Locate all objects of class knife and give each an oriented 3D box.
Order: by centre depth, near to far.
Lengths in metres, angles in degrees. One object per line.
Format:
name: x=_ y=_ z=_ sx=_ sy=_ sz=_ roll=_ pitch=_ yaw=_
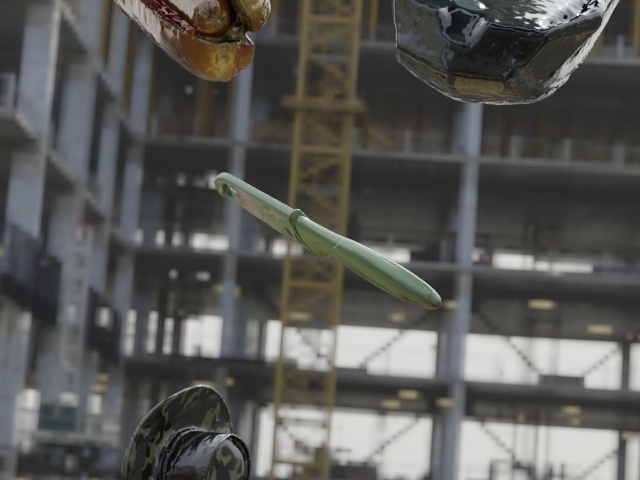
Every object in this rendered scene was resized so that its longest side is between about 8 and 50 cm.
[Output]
knife: x=0.000 y=0.000 z=0.939 sx=0.207 sy=0.014 sz=0.030 roll=30 pitch=-23 yaw=49

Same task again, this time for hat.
hat: x=-0.077 y=0.154 z=1.194 sx=0.050 sy=0.121 sz=0.121 roll=-11 pitch=-17 yaw=38

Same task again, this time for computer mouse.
computer mouse: x=0.104 y=-0.129 z=1.020 sx=0.126 sy=0.071 sz=0.231 roll=16 pitch=28 yaw=13

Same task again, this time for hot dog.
hot dog: x=-0.105 y=-0.181 z=1.259 sx=0.062 sy=0.092 sz=0.235 roll=10 pitch=15 yaw=-30
